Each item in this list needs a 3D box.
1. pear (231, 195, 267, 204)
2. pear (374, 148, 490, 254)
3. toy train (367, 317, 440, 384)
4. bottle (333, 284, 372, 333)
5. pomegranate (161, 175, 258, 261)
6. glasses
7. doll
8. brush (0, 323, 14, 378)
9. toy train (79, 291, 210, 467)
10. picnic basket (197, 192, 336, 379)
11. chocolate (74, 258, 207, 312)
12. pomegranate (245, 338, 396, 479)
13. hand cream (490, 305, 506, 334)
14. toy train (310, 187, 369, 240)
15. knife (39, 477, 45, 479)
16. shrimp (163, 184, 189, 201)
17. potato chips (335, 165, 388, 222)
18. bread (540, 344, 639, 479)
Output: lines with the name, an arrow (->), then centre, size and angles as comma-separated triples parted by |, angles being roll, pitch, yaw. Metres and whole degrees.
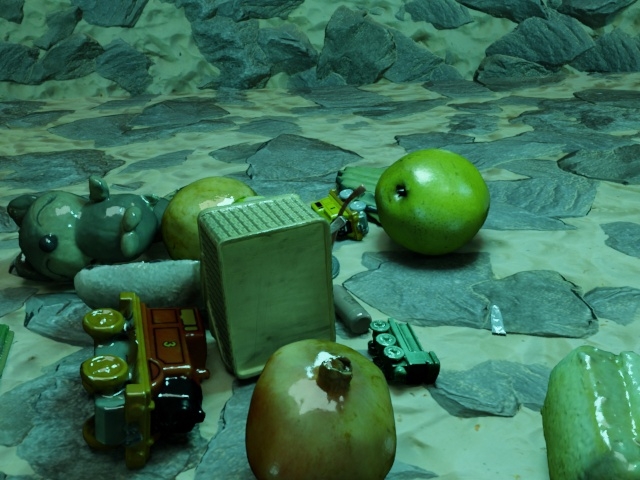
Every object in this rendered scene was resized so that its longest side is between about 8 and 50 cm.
pear -> -0.143, 0.013, 1.454 | 0.188, 0.219, 0.187 | 8, 24, -3
pear -> 0.275, -0.096, 1.651 | 0.294, 0.294, 0.294 | -2, 28, 1
toy train -> 0.156, 0.215, 1.295 | 0.111, 0.071, 0.170 | 2, 26, -12
bottle -> 0.059, 0.148, 1.437 | 0.053, 0.053, 0.140 | -14, 31, -21
pomegranate -> -0.262, -0.039, 1.617 | 0.261, 0.260, 0.260 | -2, 28, 1
glasses -> 0.000, 0.000, 1.504 | 0.118, 0.268, 0.234 | 24, 33, 10
doll -> -0.567, -0.006, 1.660 | 0.383, 0.252, 0.378 | -3, -10, 12
brush -> -0.657, 0.255, 1.304 | 0.054, 0.048, 0.282 | -10, 31, -9
toy train -> -0.318, 0.231, 1.211 | 0.232, 0.163, 0.369 | -2, 27, -18
picnic basket -> -0.108, 0.086, 1.296 | 0.228, 0.312, 0.175 | -13, 27, -20
chocolate -> -0.366, 0.120, 1.404 | 0.303, 0.185, 0.100 | -3, 66, 11
pomegranate -> 0.003, 0.266, 0.998 | 0.229, 0.270, 0.252 | 7, 36, 0
hand cream -> 0.378, 0.172, 1.413 | 0.030, 0.019, 0.093 | 3, 36, 6
toy train -> 0.054, -0.068, 1.808 | 0.127, 0.089, 0.219 | -21, 32, -11
knife -> -0.415, 0.440, 0.973 | 0.035, 0.018, 0.247 | -15, 28, -16
shrimp -> -0.395, -0.142, 2.017 | 0.217, 0.051, 0.150 | -19, 25, -20
potato chips -> 0.230, -0.147, 1.965 | 0.429, 0.070, 0.358 | 18, 32, 31
bread -> 0.468, 0.325, 0.885 | 0.395, 0.239, 0.264 | 12, 31, 29
